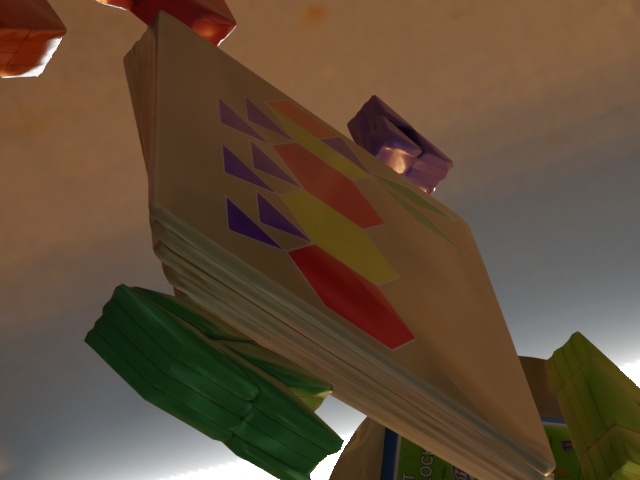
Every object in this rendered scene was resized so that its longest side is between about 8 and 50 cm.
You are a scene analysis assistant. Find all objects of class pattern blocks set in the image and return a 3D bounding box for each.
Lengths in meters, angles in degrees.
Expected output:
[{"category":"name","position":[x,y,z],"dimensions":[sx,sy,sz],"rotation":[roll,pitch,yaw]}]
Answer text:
[{"category":"pattern blocks set","position":[0.000,0.000,0.559],"dimensions":[0.285,0.325,0.026],"rotation":[36,-74,-10]}]

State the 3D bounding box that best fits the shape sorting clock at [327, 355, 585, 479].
[{"category":"shape sorting clock","position":[0.098,0.164,0.978],"dimensions":[0.206,0.206,0.040],"rotation":[9,-9,12]}]
